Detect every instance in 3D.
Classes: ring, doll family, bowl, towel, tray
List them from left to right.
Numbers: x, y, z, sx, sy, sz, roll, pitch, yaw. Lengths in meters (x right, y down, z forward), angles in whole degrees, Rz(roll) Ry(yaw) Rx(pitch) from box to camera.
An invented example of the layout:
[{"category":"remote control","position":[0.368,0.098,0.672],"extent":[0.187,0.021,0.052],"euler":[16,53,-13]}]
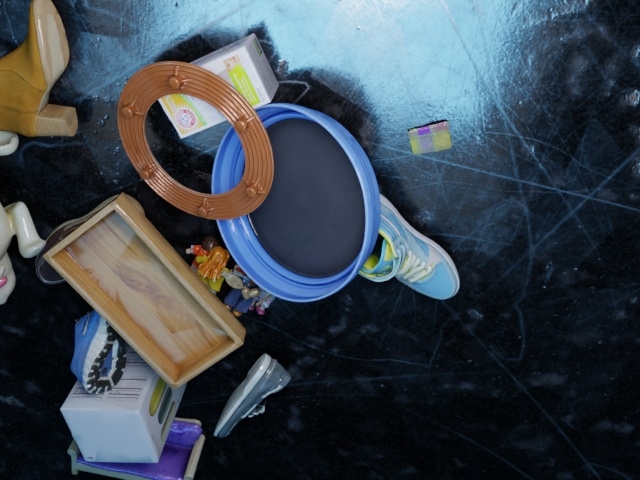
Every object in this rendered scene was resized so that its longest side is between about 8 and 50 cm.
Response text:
[{"category":"tray","position":[-0.372,0.118,1.276],"extent":[0.202,0.076,0.411],"euler":[-34,107,11]},{"category":"ring","position":[-0.247,-0.174,1.118],"extent":[0.336,0.032,0.337],"euler":[12,131,15]},{"category":"doll family","position":[-0.200,0.093,1.363],"extent":[0.262,0.118,0.163],"euler":[24,122,-9]},{"category":"bowl","position":[-0.053,-0.073,1.159],"extent":[0.390,0.077,0.392],"euler":[13,112,34]},{"category":"towel","position":[0.224,-0.207,1.190],"extent":[0.083,0.009,0.060],"euler":[-11,121,14]}]

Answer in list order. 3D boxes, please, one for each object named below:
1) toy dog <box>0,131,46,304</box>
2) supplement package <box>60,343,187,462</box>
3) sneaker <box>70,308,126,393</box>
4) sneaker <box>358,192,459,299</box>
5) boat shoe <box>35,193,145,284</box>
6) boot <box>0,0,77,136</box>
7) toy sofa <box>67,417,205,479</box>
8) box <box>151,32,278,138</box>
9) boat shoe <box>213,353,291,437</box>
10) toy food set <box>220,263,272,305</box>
[{"category":"toy dog","position":[-0.822,-0.003,1.277],"extent":[0.394,0.285,0.408],"euler":[4,125,4]},{"category":"supplement package","position":[-0.491,0.400,1.506],"extent":[0.197,0.263,0.200],"euler":[-1,123,7]},{"category":"sneaker","position":[-0.521,0.187,1.398],"extent":[0.147,0.330,0.129],"euler":[17,174,33]},{"category":"sneaker","position":[0.168,0.053,1.230],"extent":[0.319,0.208,0.127],"euler":[40,117,-10]},{"category":"boat shoe","position":[-0.555,0.020,1.351],"extent":[0.341,0.123,0.123],"euler":[-28,116,21]},{"category":"boot","position":[-0.606,-0.335,1.141],"extent":[0.211,0.104,0.295],"euler":[7,127,1]},{"category":"toy sofa","position":[-0.533,0.609,1.714],"extent":[0.362,0.150,0.177],"euler":[13,124,-2]},{"category":"box","position":[-0.199,-0.295,1.122],"extent":[0.203,0.103,0.114],"euler":[-17,119,16]},{"category":"boat shoe","position":[-0.191,0.445,1.593],"extent":[0.099,0.116,0.320],"euler":[31,116,-9]},{"category":"toy food set","position":[-0.157,0.089,1.305],"extent":[0.077,0.019,0.122],"euler":[-34,120,10]}]
